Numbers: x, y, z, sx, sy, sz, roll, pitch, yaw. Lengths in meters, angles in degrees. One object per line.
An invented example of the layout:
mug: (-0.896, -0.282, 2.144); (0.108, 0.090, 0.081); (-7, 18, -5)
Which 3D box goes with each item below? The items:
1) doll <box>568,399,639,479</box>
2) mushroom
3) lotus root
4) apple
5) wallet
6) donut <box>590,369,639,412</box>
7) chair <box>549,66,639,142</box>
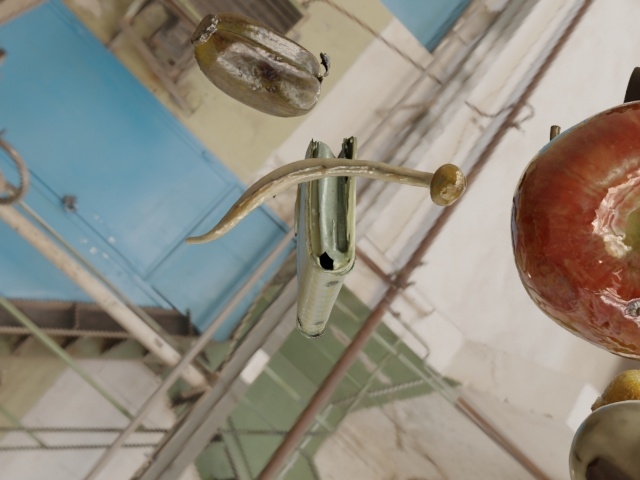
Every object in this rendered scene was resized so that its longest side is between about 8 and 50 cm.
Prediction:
doll: (0.401, 0.280, 0.897); (0.215, 0.225, 0.370); (-3, -177, -6)
mushroom: (-0.003, -0.048, 0.898); (0.307, 0.043, 0.068); (-7, -119, 17)
lotus root: (-0.100, -0.280, 1.400); (0.123, 0.241, 0.124); (-41, -142, 39)
apple: (0.180, -0.003, 0.483); (0.146, 0.146, 0.131); (-44, 173, 8)
wallet: (0.000, 0.000, 1.291); (0.309, 0.077, 0.223); (107, -19, -69)
donut: (0.499, 0.255, 1.268); (0.174, 0.190, 0.074); (-3, 119, -54)
chair: (0.473, -0.144, 1.201); (0.188, 0.272, 0.166); (-132, -131, -63)
